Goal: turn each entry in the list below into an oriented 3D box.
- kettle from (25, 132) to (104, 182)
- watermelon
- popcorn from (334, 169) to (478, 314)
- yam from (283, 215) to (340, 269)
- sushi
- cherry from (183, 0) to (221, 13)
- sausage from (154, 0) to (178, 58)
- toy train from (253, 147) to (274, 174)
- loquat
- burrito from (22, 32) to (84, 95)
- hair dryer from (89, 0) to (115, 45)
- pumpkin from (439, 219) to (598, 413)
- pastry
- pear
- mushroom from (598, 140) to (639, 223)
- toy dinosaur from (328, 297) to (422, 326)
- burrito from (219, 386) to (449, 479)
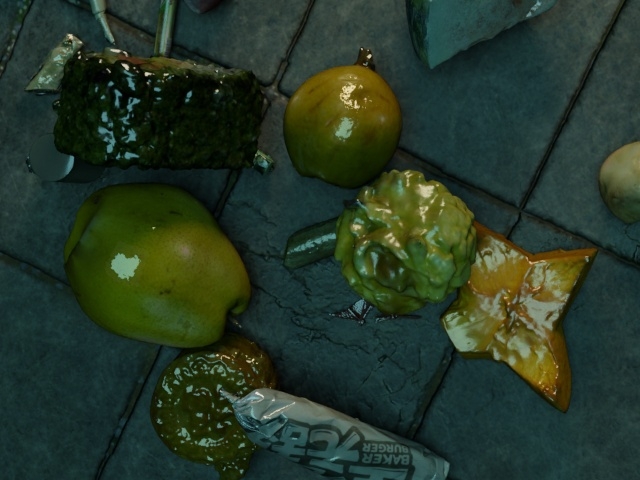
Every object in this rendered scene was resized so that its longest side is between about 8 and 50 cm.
[{"bbox_3d":[-0.450,-0.150,1.945,0.126,0.148,0.098,13,95,8],"label":"kettle"},{"bbox_3d":[0.274,-0.450,1.778,0.258,0.228,0.387,17,88,0],"label":"watermelon"},{"bbox_3d":[0.140,-0.001,1.798,0.249,0.225,0.249,-17,47,20],"label":"popcorn"},{"bbox_3d":[0.000,0.000,1.921,0.146,0.070,0.070,-19,91,11],"label":"yam"},{"bbox_3d":[-0.282,-0.227,1.811,0.294,0.352,0.178,20,107,39],"label":"sushi"},{"bbox_3d":[-0.177,-0.477,1.896,0.188,0.115,0.148,11,77,4],"label":"cherry"},{"bbox_3d":[-0.276,-0.452,1.952,0.032,0.033,0.269,9,95,9],"label":"sausage"},{"bbox_3d":[-0.121,-0.152,1.937,0.083,0.053,0.033,35,99,4],"label":"toy train"},{"bbox_3d":[0.048,-0.212,1.831,0.213,0.213,0.246,18,88,8],"label":"loquat"},{"bbox_3d":[-0.497,-0.322,1.996,0.055,0.041,0.149,45,103,18],"label":"burrito"},{"bbox_3d":[-0.396,-0.531,1.961,0.229,0.092,0.267,-44,100,4],"label":"hair dryer"},{"bbox_3d":[0.335,0.124,1.850,0.258,0.095,0.290,13,88,20],"label":"pumpkin"},{"bbox_3d":[-0.181,0.290,1.949,0.235,0.132,0.240,37,105,-4],"label":"pastry"},{"bbox_3d":[-0.282,0.041,1.875,0.336,0.285,0.285,7,95,-6],"label":"pear"},{"bbox_3d":[0.540,-0.098,1.797,0.148,0.112,0.148,-13,57,22],"label":"mushroom"},{"bbox_3d":[0.119,0.102,1.925,0.220,0.032,0.108,-16,88,8],"label":"toy dinosaur"},{"bbox_3d":[0.012,0.354,1.864,0.445,0.101,0.139,25,130,-17],"label":"burrito"}]
